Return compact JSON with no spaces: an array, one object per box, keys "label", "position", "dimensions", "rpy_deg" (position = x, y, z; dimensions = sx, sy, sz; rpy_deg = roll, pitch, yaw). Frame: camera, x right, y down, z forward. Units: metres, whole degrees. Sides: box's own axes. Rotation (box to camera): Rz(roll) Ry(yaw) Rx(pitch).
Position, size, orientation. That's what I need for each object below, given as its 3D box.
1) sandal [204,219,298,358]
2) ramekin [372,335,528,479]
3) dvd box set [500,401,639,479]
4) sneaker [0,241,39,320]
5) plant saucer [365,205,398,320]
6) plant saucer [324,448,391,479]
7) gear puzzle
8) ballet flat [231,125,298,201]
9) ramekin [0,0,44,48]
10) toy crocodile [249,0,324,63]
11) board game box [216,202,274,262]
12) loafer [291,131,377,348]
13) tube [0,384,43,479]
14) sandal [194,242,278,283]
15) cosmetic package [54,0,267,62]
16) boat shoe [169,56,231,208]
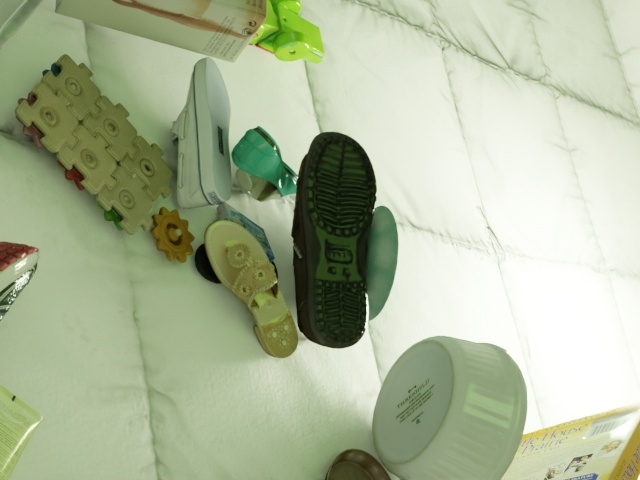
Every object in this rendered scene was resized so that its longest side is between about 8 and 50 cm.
[{"label":"sandal","position":[-0.083,0.072,1.722],"dimensions":[0.088,0.079,0.240],"rpy_deg":[-36,110,-28]},{"label":"ramekin","position":[0.194,0.277,1.836],"dimensions":[0.127,0.273,0.273],"rpy_deg":[25,50,-26]},{"label":"dvd box set","position":[0.375,0.421,1.919],"dimensions":[0.062,0.307,0.420],"rpy_deg":[62,35,-6]},{"label":"sneaker","position":[-0.424,0.097,1.327],"dimensions":[0.299,0.120,0.112],"rpy_deg":[-56,142,-51]},{"label":"plant saucer","position":[0.072,0.035,1.909],"dimensions":[0.037,0.195,0.195],"rpy_deg":[10,58,-20]},{"label":"plant saucer","position":[0.059,0.406,1.775],"dimensions":[0.168,0.029,0.168],"rpy_deg":[29,48,-38]},{"label":"gear puzzle","position":[-0.296,-0.100,1.656],"dimensions":[0.339,0.044,0.175],"rpy_deg":[49,36,-22]},{"label":"ballet flat","position":[-0.092,-0.110,1.855],"dimensions":[0.083,0.087,0.247],"rpy_deg":[45,-2,18]},{"label":"ramekin","position":[-0.428,-0.333,1.505],"dimensions":[0.109,0.207,0.207],"rpy_deg":[41,40,-13]},{"label":"toy crocodile","position":[-0.112,-0.382,2.015],"dimensions":[0.340,0.105,0.115],"rpy_deg":[12,59,-52]},{"label":"board game box","position":[-0.117,-0.012,1.798],"dimensions":[0.090,0.020,0.090],"rpy_deg":[36,16,-32]},{"label":"loafer","position":[0.000,0.000,1.858],"dimensions":[0.133,0.130,0.366],"rpy_deg":[14,69,-25]},{"label":"tube","position":[-0.387,0.265,1.302],"dimensions":[0.240,0.062,0.070],"rpy_deg":[-77,170,-47]},{"label":"sandal","position":[-0.122,0.033,1.777],"dimensions":[0.179,0.040,0.067],"rpy_deg":[9,62,-48]},{"label":"cosmetic package","position":[-0.241,-0.398,1.759],"dimensions":[0.296,0.129,0.153],"rpy_deg":[11,57,-26]},{"label":"boat shoe","position":[-0.192,-0.169,1.781],"dimensions":[0.095,0.084,0.258],"rpy_deg":[51,30,-54]}]
